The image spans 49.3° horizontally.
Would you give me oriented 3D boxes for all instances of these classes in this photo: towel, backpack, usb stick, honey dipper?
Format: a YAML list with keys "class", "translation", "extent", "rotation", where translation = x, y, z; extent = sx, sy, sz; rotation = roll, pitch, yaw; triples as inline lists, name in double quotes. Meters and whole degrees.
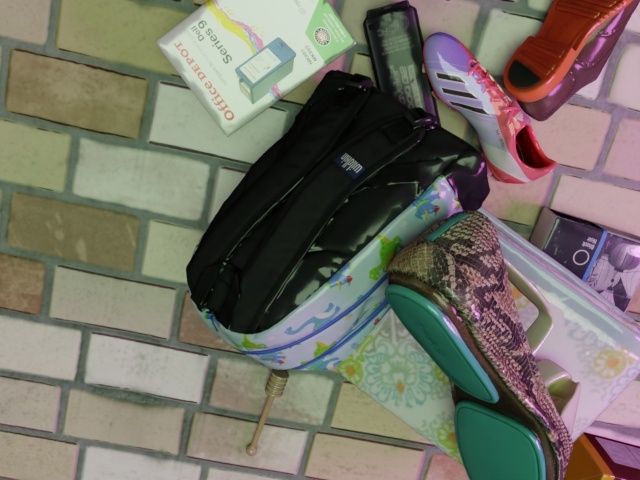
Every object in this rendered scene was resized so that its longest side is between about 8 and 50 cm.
- class: "towel"
  translation: [0.233, 0.153, 1.011]
  extent: [0.375, 0.090, 0.320]
  rotation: [37, 110, 4]
- class: "backpack"
  translation: [0.000, 0.000, 0.897]
  extent: [0.355, 0.290, 0.273]
  rotation: [-42, 143, -15]
- class: "usb stick"
  translation: [0.124, -0.187, 0.975]
  extent: [0.077, 0.045, 0.277]
  rotation: [-13, 107, 9]
- class: "honey dipper"
  translation: [-0.088, 0.279, 1.116]
  extent: [0.031, 0.030, 0.160]
  rotation: [17, 107, -7]

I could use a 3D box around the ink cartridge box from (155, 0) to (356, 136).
- class: "ink cartridge box"
  translation: [-0.083, -0.261, 0.920]
  extent: [0.212, 0.093, 0.154]
  rotation: [-33, 106, 9]

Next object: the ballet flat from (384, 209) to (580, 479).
- class: "ballet flat"
  translation: [0.233, 0.164, 0.861]
  extent: [0.182, 0.164, 0.482]
  rotation: [-41, 124, -22]

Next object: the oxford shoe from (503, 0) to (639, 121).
- class: "oxford shoe"
  translation: [0.360, -0.283, 0.948]
  extent: [0.271, 0.097, 0.098]
  rotation: [-47, 137, 4]

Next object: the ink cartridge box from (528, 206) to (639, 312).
- class: "ink cartridge box"
  translation: [0.361, 0.129, 1.072]
  extent: [0.166, 0.065, 0.332]
  rotation: [16, 106, -8]

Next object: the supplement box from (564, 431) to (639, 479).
- class: "supplement box"
  translation: [0.484, 0.443, 1.136]
  extent: [0.194, 0.129, 0.191]
  rotation: [16, 105, -7]

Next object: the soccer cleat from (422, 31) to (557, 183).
- class: "soccer cleat"
  translation: [0.230, -0.182, 0.946]
  extent: [0.083, 0.095, 0.248]
  rotation: [-46, 111, -27]
